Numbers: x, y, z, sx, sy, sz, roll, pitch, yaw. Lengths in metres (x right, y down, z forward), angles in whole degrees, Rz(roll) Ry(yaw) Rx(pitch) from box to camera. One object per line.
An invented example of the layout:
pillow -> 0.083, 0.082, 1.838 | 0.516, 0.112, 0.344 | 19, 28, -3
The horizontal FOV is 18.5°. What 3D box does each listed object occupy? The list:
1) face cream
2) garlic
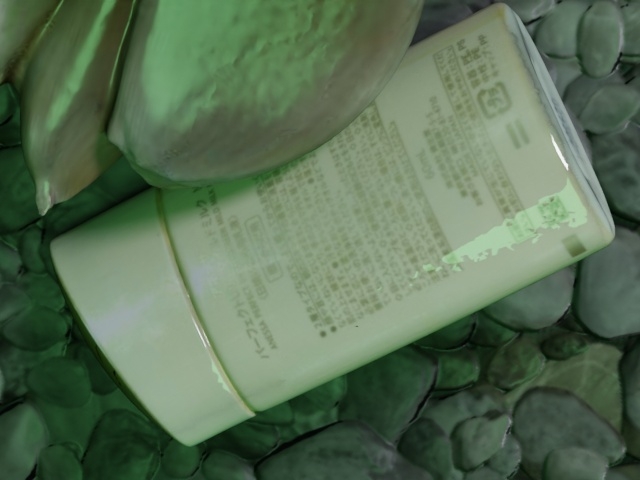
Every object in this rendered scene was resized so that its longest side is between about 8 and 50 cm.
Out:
face cream -> 0.000, 0.000, 1.251 | 0.348, 0.081, 0.173 | -28, 73, 15
garlic -> -0.074, -0.169, 1.178 | 0.279, 0.132, 0.325 | 14, 112, -5
